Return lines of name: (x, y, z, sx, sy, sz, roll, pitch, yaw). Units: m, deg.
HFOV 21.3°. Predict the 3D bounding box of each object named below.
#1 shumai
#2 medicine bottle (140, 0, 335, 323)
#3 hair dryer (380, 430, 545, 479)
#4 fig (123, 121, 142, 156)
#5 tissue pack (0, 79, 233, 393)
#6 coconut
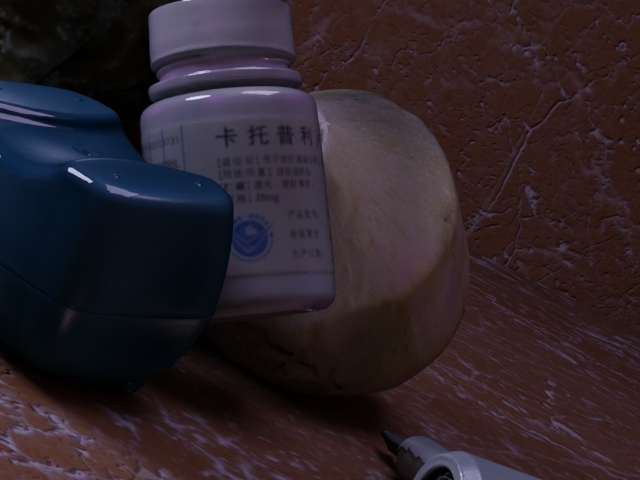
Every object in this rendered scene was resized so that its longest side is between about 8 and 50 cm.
shumai: (-0.319, -0.166, 1.718, 0.395, 0.348, 0.395, 24, -15, 7)
medicine bottle: (-0.080, -0.071, 1.585, 0.170, 0.293, 0.170, -5, -5, -1)
hair dryer: (0.117, 0.229, 1.561, 0.173, 0.108, 0.357, 25, 0, -23)
fig: (-0.261, -0.084, 2.018, 0.190, 0.191, 0.290, 27, -8, -5)
tissue pack: (-0.223, 0.000, 1.468, 0.198, 0.206, 0.287, 5, 21, -47)
coconut: (0.000, 0.000, 1.805, 0.352, 0.353, 0.352, 27, 8, -4)
